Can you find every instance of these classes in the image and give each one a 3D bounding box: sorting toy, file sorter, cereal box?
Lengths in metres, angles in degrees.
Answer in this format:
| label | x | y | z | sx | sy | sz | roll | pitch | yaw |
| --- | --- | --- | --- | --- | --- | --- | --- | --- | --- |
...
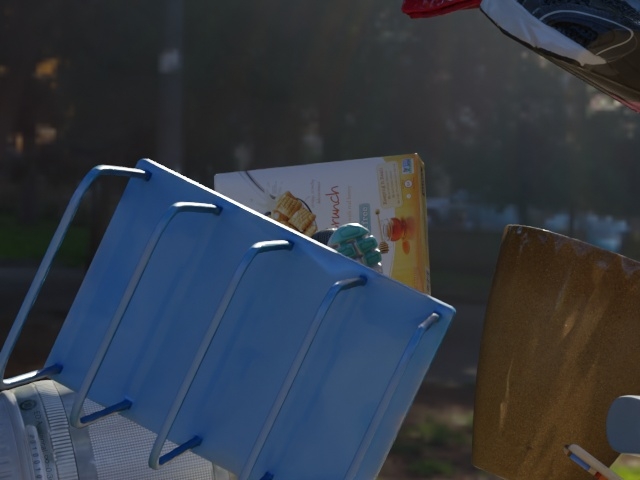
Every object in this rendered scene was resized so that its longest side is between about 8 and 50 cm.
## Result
| label | x | y | z | sx | sy | sz | roll | pitch | yaw |
| --- | --- | --- | --- | --- | --- | --- | --- | --- | --- |
| sorting toy | 0.232 | 0.195 | 1.207 | 0.083 | 0.012 | 0.062 | 37 | -6 | 9 |
| file sorter | -0.044 | 0.049 | 0.674 | 0.170 | 0.118 | 0.104 | 26 | 4 | 8 |
| cereal box | 0.000 | 0.000 | 1.667 | 0.240 | 0.173 | 0.047 | -6 | -13 | 13 |

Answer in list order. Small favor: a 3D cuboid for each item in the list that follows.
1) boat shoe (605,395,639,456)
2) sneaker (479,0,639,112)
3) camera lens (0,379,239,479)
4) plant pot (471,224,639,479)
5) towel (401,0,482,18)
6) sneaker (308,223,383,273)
| label | x | y | z | sx | sy | sz | roll | pitch | yaw |
| --- | --- | --- | --- | --- | --- | --- | --- | --- | --- |
| boat shoe | 0.306 | 0.155 | 1.176 | 0.083 | 0.065 | 0.183 | 7 | 2 | -18 |
| sneaker | 0.109 | -0.123 | 0.643 | 0.072 | 0.077 | 0.178 | 23 | 21 | -29 |
| camera lens | -0.229 | 0.252 | 1.622 | 0.274 | 0.219 | 0.219 | -8 | 5 | -20 |
| plant pot | 0.261 | 0.143 | 1.586 | 0.237 | 0.254 | 0.237 | 23 | -4 | 2 |
| towel | 0.141 | -0.300 | 1.089 | 0.031 | 0.275 | 0.199 | 11 | -2 | -30 |
| sneaker | 0.030 | 0.059 | 1.371 | 0.065 | 0.166 | 0.076 | -24 | 19 | -30 |
